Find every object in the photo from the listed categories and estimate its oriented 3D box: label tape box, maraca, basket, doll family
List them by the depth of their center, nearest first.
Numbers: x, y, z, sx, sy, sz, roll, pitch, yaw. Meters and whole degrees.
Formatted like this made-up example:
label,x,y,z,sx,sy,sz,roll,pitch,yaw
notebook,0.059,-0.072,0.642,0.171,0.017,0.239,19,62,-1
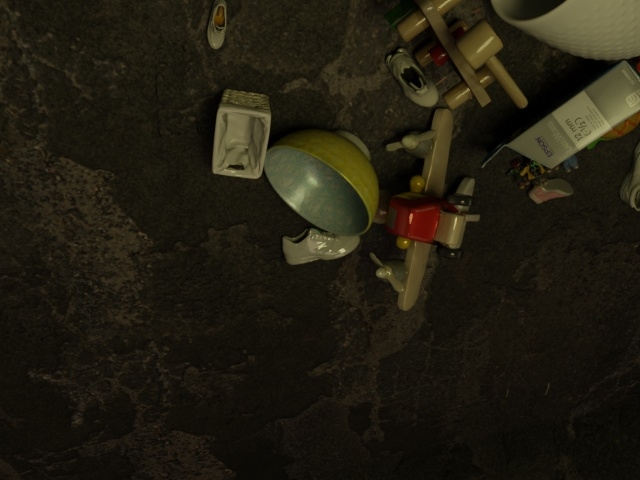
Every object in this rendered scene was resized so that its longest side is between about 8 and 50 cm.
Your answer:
label,x,y,z,sx,sy,sz,roll,pitch,yaw
basket,-0.174,-0.235,1.277,0.113,0.103,0.167,6,130,-12
label tape box,0.550,-0.254,1.335,0.347,0.249,0.115,-38,89,25
maraca,0.714,-0.303,1.448,0.185,0.099,0.127,-30,116,10
doll family,0.589,-0.207,1.533,0.193,0.076,0.111,-32,128,9

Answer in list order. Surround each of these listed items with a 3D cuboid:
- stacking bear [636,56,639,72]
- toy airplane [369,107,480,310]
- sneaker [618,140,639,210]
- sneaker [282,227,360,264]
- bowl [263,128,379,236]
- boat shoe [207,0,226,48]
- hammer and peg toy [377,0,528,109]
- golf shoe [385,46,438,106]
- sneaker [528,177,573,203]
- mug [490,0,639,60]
label,x,y,z,sx,sy,sz,roll,pitch,yaw
stacking bear,0.869,-0.413,1.357,0.289,0.164,0.175,9,129,-16
toy airplane,0.243,-0.073,1.430,0.272,0.386,0.384,12,147,18
sneaker,0.914,-0.195,1.609,0.094,0.091,0.258,-9,134,-7
sneaker,0.000,0.000,1.573,0.212,0.080,0.094,-14,123,0
bowl,0.029,-0.160,1.345,0.156,0.289,0.289,-53,139,-24
boat shoe,-0.202,-0.421,1.147,0.035,0.035,0.100,5,130,-19
hammer and peg toy,0.236,-0.364,1.089,0.127,0.361,0.266,-34,132,17
golf shoe,0.211,-0.343,1.294,0.069,0.086,0.176,-40,131,20
sneaker,0.637,-0.136,1.627,0.134,0.051,0.070,0,152,-29
mug,0.550,-0.536,1.104,0.328,0.276,0.374,12,98,-30
